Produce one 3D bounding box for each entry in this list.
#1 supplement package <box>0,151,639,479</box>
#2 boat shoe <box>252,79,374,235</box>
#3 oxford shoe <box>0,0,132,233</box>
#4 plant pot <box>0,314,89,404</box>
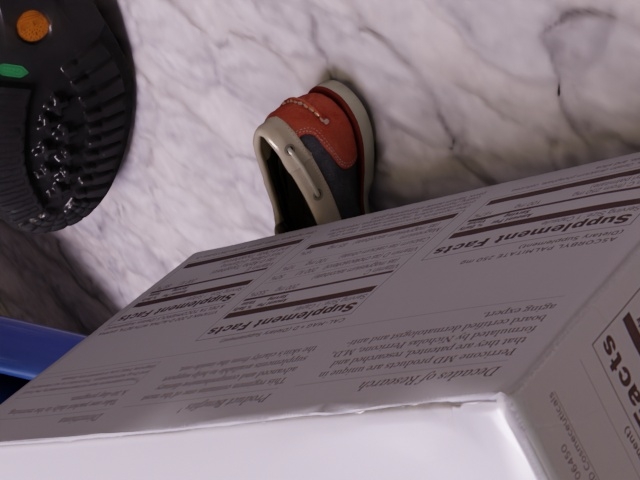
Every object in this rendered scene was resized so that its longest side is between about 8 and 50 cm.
[{"bbox_3d":[0.039,0.106,0.469,0.262,0.145,0.204,-12,111,46],"label":"supplement package"},{"bbox_3d":[0.000,0.000,0.570,0.049,0.043,0.137,27,139,36],"label":"boat shoe"},{"bbox_3d":[-0.144,-0.103,0.659,0.096,0.083,0.227,-126,26,-43],"label":"oxford shoe"},{"bbox_3d":[-0.221,0.163,0.813,0.236,0.236,0.212,143,137,-59],"label":"plant pot"}]
